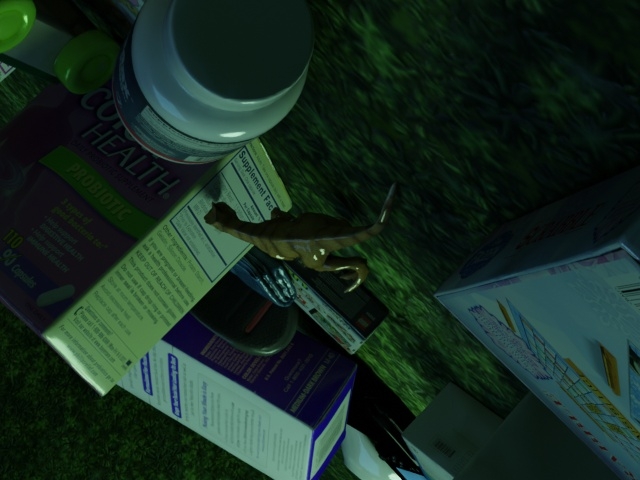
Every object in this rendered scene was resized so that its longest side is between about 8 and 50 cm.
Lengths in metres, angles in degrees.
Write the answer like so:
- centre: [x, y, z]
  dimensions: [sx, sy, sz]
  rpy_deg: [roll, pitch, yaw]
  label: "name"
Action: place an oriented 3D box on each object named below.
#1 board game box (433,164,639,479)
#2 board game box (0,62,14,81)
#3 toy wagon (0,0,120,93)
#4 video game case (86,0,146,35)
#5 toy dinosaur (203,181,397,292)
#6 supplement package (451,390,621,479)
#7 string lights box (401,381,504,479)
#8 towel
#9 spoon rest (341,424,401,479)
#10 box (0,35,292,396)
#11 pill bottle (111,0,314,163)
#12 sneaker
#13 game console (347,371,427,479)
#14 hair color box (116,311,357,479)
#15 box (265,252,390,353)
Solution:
- centre: [0.218, 0.105, 0.559]
  dimensions: [0.318, 0.066, 0.318]
  rpy_deg: [45, 171, -1]
  label: "board game box"
- centre: [-0.362, -0.234, 1.212]
  dimensions: [0.154, 0.103, 0.026]
  rpy_deg: [38, 165, 25]
  label: "board game box"
- centre: [-0.309, -0.237, 0.900]
  dimensions: [0.267, 0.068, 0.344]
  rpy_deg: [46, -169, 21]
  label: "toy wagon"
- centre: [-0.162, -0.206, 0.900]
  dimensions: [0.119, 0.015, 0.166]
  rpy_deg: [42, 166, 13]
  label: "video game case"
- centre: [0.000, 0.000, 0.897]
  dimensions: [0.211, 0.064, 0.112]
  rpy_deg: [0, 168, 39]
  label: "toy dinosaur"
- centre: [0.206, 0.284, 0.877]
  dimensions: [0.262, 0.204, 0.145]
  rpy_deg: [37, 164, 29]
  label: "supplement package"
- centre: [0.179, 0.261, 1.161]
  dimensions: [0.133, 0.077, 0.260]
  rpy_deg: [35, 164, 35]
  label: "string lights box"
- centre: [-0.076, 0.021, 1.133]
  dimensions: [0.119, 0.029, 0.067]
  rpy_deg: [33, 163, 37]
  label: "towel"
- centre: [0.036, 0.271, 1.638]
  dimensions: [0.276, 0.084, 0.137]
  rpy_deg: [35, -179, -17]
  label: "spoon rest"
- centre: [-0.191, -0.029, 1.023]
  dimensions: [0.213, 0.243, 0.117]
  rpy_deg: [35, 163, 34]
  label: "box"
- centre: [-0.066, -0.109, 0.706]
  dimensions: [0.108, 0.108, 0.180]
  rpy_deg: [46, 166, -9]
  label: "pill bottle"
- centre: [-0.125, 0.005, 1.287]
  dimensions: [0.314, 0.116, 0.136]
  rpy_deg: [45, 179, 21]
  label: "sneaker"
- centre: [0.113, 0.281, 1.494]
  dimensions: [0.361, 0.044, 0.213]
  rpy_deg: [50, 166, -23]
  label: "game console"
- centre: [-0.130, 0.146, 1.369]
  dimensions: [0.338, 0.110, 0.185]
  rpy_deg: [27, 147, 14]
  label: "hair color box"
- centre: [-0.026, 0.023, 1.138]
  dimensions: [0.207, 0.036, 0.114]
  rpy_deg: [43, 166, 4]
  label: "box"
